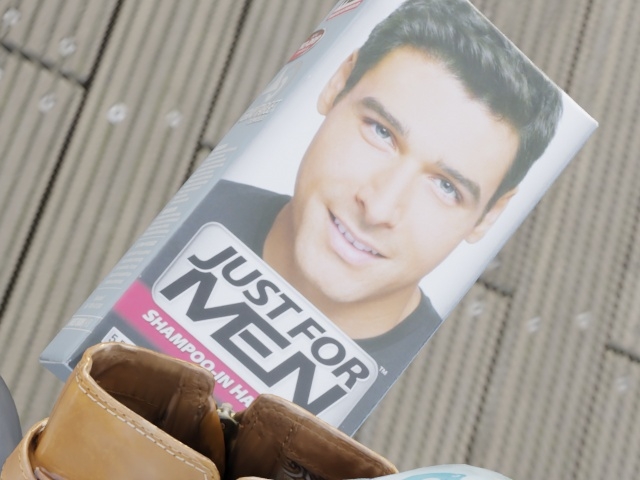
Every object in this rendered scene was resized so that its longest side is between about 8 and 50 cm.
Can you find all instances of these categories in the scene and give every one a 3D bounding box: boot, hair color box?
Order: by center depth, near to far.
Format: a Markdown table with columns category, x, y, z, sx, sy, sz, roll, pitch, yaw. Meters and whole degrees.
| category | x | y | z | sx | sy | sz | roll | pitch | yaw |
| --- | --- | --- | --- | --- | --- | --- | --- | --- | --- |
| boot | -0.016 | 0.169 | 0.779 | 0.283 | 0.220 | 0.109 | 25 | 24 | -7 |
| hair color box | 0.000 | 0.000 | 1.365 | 0.185 | 0.113 | 0.374 | 42 | 77 | -11 |

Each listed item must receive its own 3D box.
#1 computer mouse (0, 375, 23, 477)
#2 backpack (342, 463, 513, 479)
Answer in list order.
| category | x | y | z | sx | sy | sz | roll | pitch | yaw |
| --- | --- | --- | --- | --- | --- | --- | --- | --- | --- |
| computer mouse | -0.178 | 0.166 | 1.119 | 0.184 | 0.060 | 0.262 | 34 | 43 | -67 |
| backpack | 0.045 | 0.251 | 0.610 | 0.290 | 0.273 | 0.355 | -8 | 115 | -34 |
